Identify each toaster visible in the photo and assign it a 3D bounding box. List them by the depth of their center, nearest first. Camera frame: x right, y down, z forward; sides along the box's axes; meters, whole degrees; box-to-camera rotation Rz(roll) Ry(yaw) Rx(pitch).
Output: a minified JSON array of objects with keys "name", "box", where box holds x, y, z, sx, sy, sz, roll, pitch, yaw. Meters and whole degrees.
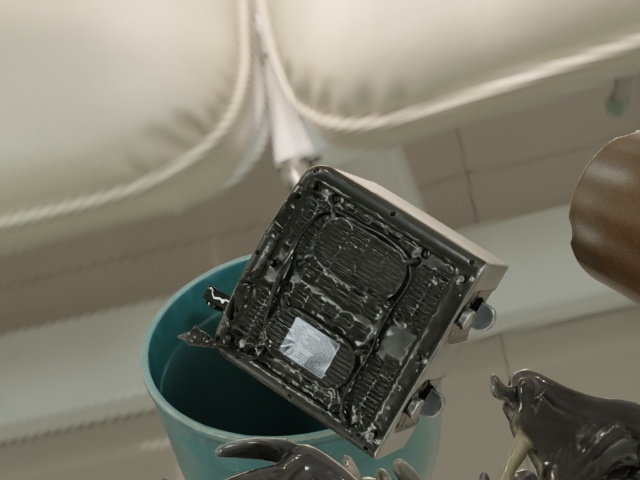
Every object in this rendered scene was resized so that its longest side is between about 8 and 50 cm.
[{"name":"toaster","box":[0.025,0.048,1.314,0.186,0.110,0.168,32,98,21]}]

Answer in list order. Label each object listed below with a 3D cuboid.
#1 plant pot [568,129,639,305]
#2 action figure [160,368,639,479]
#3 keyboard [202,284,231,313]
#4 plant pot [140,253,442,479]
[{"name":"plant pot","box":[0.282,-0.005,1.307,0.167,0.167,0.165,-44,35,-12]},{"name":"action figure","box":[0.011,0.135,0.588,0.276,0.164,0.141,-14,50,-37]},{"name":"keyboard","box":[-0.030,0.099,1.556,0.192,0.100,0.038,28,82,22]},{"name":"plant pot","box":[-0.012,0.185,1.642,0.272,0.255,0.271,-5,36,4]}]
